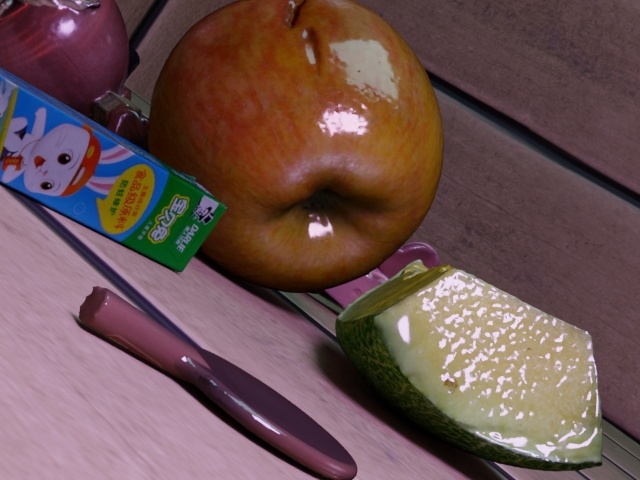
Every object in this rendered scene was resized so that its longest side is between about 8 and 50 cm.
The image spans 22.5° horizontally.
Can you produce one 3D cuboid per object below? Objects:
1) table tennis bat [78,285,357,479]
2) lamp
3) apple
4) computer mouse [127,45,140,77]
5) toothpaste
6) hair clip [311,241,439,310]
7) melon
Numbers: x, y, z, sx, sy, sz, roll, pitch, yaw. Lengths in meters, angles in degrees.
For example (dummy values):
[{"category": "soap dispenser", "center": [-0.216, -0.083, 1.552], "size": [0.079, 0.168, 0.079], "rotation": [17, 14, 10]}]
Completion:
[{"category": "table tennis bat", "center": [-0.019, 0.033, 0.808], "size": [0.170, 0.119, 0.107], "rotation": [34, 2, -27]}, {"category": "lamp", "center": [-0.244, -0.180, 1.580], "size": [0.223, 0.151, 0.215], "rotation": [35, 6, -25]}, {"category": "apple", "center": [-0.017, -0.079, 1.386], "size": [0.264, 0.264, 0.264], "rotation": [34, 3, -2]}, {"category": "computer mouse", "center": [-0.366, -0.277, 2.351], "size": [0.170, 0.100, 0.269], "rotation": [31, 7, 2]}, {"category": "toothpaste", "center": [-0.172, -0.055, 1.098], "size": [0.050, 0.065, 0.266], "rotation": [36, 3, 40]}, {"category": "hair clip", "center": [0.042, 0.032, 1.703], "size": [0.138, 0.123, 0.102], "rotation": [38, 23, 1]}, {"category": "melon", "center": [0.101, 0.088, 1.258], "size": [0.196, 0.124, 0.323], "rotation": [35, -3, -8]}]
